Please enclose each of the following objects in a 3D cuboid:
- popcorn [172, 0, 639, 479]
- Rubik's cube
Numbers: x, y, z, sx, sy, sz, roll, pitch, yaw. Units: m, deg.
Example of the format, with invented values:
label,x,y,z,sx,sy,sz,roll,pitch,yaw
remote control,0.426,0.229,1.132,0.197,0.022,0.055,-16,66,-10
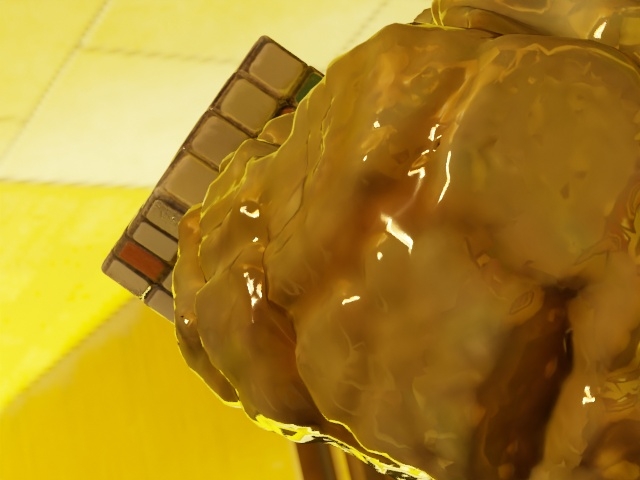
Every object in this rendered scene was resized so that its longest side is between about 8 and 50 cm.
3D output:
label,x,y,z,sx,sy,sz,roll,pitch,yaw
popcorn,0.102,0.024,0.768,0.293,0.292,0.334,-31,180,24
Rubik's cube,-0.061,-0.030,1.975,0.253,0.259,0.256,34,148,-6
